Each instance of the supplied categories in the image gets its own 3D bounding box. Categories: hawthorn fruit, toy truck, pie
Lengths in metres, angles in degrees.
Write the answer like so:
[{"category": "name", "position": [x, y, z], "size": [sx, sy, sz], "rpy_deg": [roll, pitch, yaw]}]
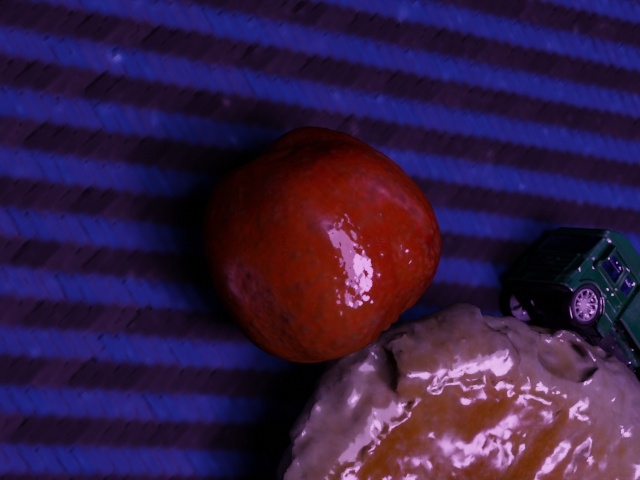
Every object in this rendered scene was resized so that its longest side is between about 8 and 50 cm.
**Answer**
[{"category": "hawthorn fruit", "position": [0.000, 0.000, 0.889], "size": [0.128, 0.128, 0.128], "rpy_deg": [-3, 95, -35]}, {"category": "toy truck", "position": [0.180, 0.055, 1.045], "size": [0.147, 0.065, 0.079], "rpy_deg": [50, 64, -27]}, {"category": "pie", "position": [0.088, 0.182, 0.970], "size": [0.306, 0.071, 0.306], "rpy_deg": [-5, 103, -24]}]
